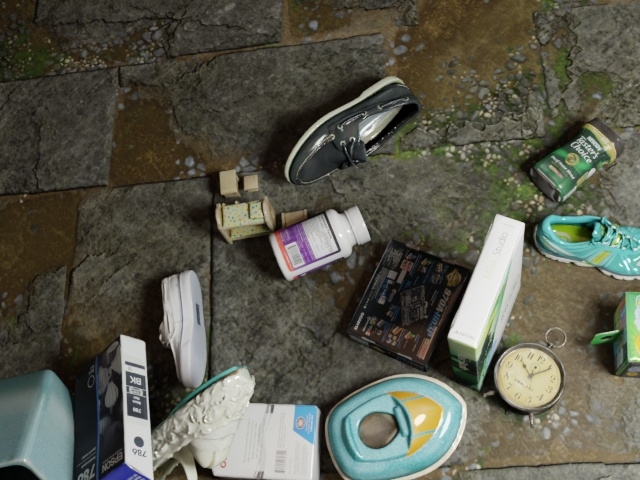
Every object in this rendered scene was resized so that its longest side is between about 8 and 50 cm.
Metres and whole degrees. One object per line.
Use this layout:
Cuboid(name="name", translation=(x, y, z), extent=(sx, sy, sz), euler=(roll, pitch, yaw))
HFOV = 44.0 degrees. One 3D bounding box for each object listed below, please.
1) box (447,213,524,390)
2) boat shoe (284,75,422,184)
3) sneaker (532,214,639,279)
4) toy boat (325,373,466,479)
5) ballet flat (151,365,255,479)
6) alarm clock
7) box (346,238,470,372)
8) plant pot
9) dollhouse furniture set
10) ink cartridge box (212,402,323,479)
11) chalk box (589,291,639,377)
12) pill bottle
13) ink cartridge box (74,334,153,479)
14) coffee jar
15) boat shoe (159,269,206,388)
Cuboid(name="box", translation=(0.299, 0.123, 1.416), extent=(0.058, 0.322, 0.232), euler=(19, 73, 20))
Cuboid(name="boat shoe", translation=(0.079, -0.217, 1.704), extent=(0.340, 0.127, 0.113), euler=(-36, 54, -15))
Cuboid(name="sneaker", translation=(0.552, 0.006, 1.534), extent=(0.275, 0.110, 0.107), euler=(7, 69, 12))
Cuboid(name="toy boat", translation=(0.162, 0.394, 1.424), extent=(0.267, 0.148, 0.318), euler=(-23, 65, 0))
Cuboid(name="ballet flat", translation=(-0.243, 0.376, 1.461), extent=(0.409, 0.147, 0.147), euler=(-39, 62, 29))
Cuboid(name="alarm clock", translation=(0.401, 0.245, 1.488), extent=(0.129, 0.064, 0.192), euler=(33, 79, 21))
Cuboid(name="box", translation=(0.177, 0.126, 1.584), extent=(0.175, 0.051, 0.220), euler=(21, 73, 18))
Cuboid(name="plant pot", translation=(-0.569, 0.395, 1.504), extent=(0.247, 0.248, 0.252), euler=(-14, 40, 11))
Cuboid(name="dollhouse furniture set", translation=(-0.127, -0.097, 1.704), extent=(0.181, 0.101, 0.161), euler=(-9, 67, 6))
Cuboid(name="ink cartridge box", translation=(-0.097, 0.387, 1.511), extent=(0.190, 0.082, 0.140), euler=(0, 68, 12))
Cuboid(name="chalk box", translation=(0.605, 0.175, 1.443), extent=(0.212, 0.132, 0.132), euler=(4, 69, 11))
Cuboid(name="pill bottle", translation=(0.000, 0.000, 1.638), extent=(0.193, 0.108, 0.108), euler=(-22, 66, 0))
Cuboid(name="ink cartridge box", translation=(-0.380, 0.354, 1.445), extent=(0.165, 0.065, 0.333), euler=(-40, 46, 27))
Cuboid(name="coffee jar", translation=(0.528, -0.167, 1.626), extent=(0.184, 0.079, 0.096), euler=(-38, 67, -7))
Cuboid(name="boat shoe", translation=(-0.289, 0.187, 1.632), extent=(0.084, 0.095, 0.258), euler=(-13, 56, 9))
